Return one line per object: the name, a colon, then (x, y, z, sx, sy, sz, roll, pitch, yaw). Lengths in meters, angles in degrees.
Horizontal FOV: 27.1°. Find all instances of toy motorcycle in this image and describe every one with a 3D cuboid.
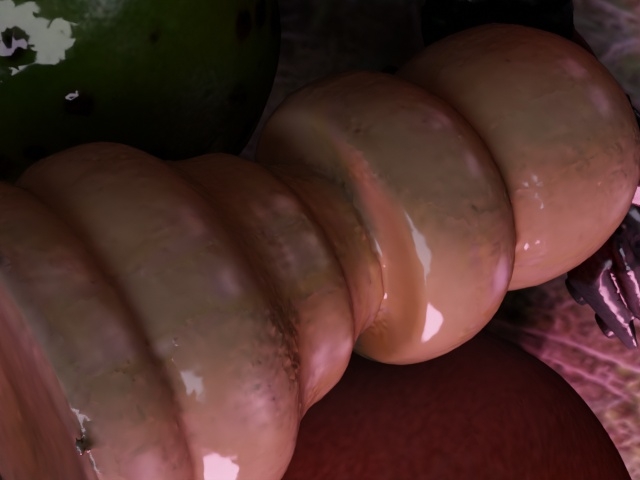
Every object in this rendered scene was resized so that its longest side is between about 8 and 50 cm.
toy motorcycle: (0.102, -0.028, 0.606, 0.122, 0.082, 0.213, -34, 113, 26)

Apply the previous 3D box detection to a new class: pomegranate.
pomegranate: (-0.131, -0.078, 0.508, 0.211, 0.263, 0.211, 29, 153, 17)

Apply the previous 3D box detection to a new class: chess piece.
chess piece: (0.000, 0.000, 0.464, 0.142, 0.260, 0.143, 39, 144, 36)

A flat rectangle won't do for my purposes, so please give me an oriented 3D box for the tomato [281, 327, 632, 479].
tomato: (-0.014, 0.143, 0.624, 0.341, 0.341, 0.273, 29, 94, -13)
